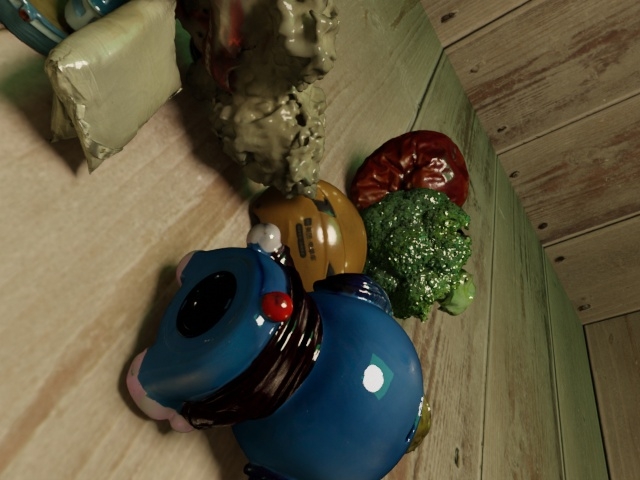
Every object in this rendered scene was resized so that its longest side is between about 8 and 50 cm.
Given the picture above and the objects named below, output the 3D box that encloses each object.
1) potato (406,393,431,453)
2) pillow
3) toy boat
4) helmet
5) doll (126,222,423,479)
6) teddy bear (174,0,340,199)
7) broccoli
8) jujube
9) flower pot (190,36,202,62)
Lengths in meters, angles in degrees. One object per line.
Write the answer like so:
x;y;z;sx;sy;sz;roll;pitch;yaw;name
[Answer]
0.091;0.217;0.908;0.149;0.113;0.251;-16;75;-54;potato
-0.212;-0.178;0.610;0.077;0.134;0.181;27;52;8;pillow
-0.270;-0.261;0.643;0.215;0.102;0.088;18;53;-54;toy boat
0.000;0.000;0.886;0.198;0.130;0.224;-6;77;-58;helmet
-0.022;0.150;0.644;0.310;0.240;0.284;45;59;-34;doll
-0.093;-0.221;0.738;0.224;0.357;0.368;-19;110;-28;teddy bear
0.166;0.042;1.005;0.270;0.270;0.270;39;38;-24;broccoli
0.188;-0.109;1.175;0.213;0.232;0.213;38;39;-39;jujube
-0.137;-0.305;0.910;0.111;0.089;0.111;39;39;-41;flower pot
